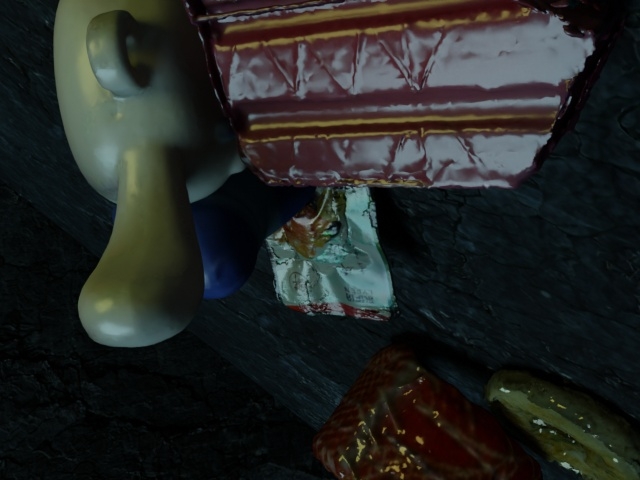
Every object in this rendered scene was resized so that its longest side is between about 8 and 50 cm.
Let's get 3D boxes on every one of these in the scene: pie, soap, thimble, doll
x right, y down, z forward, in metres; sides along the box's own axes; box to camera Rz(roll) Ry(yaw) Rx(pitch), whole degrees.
[{"bbox_3d":[0.340,0.267,1.106,0.274,0.055,0.274,33,162,12],"label":"pie"},{"bbox_3d":[0.051,-0.116,0.497,0.250,0.099,0.162,5,120,33],"label":"soap"},{"bbox_3d":[0.163,0.344,1.282,0.350,0.230,0.350,40,172,7],"label":"thimble"},{"bbox_3d":[-0.102,-0.092,0.674,0.187,0.376,0.365,13,169,8],"label":"doll"}]

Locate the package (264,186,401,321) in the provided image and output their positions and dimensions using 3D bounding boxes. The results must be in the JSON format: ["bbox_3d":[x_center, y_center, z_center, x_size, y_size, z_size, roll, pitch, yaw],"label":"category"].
[{"bbox_3d":[0.000,0.000,0.935,0.166,0.040,0.232,6,126,25],"label":"package"}]
